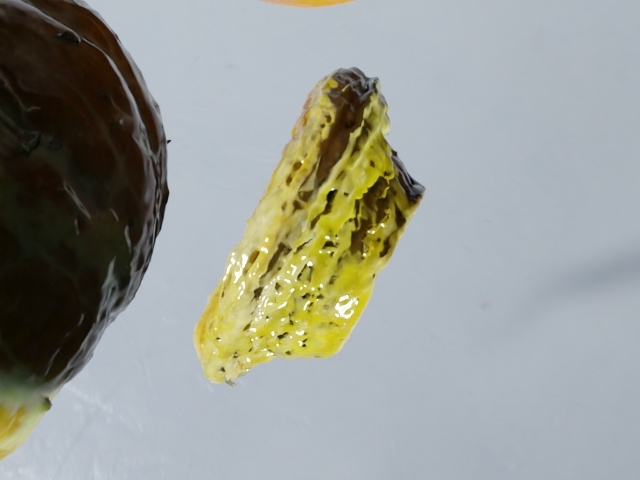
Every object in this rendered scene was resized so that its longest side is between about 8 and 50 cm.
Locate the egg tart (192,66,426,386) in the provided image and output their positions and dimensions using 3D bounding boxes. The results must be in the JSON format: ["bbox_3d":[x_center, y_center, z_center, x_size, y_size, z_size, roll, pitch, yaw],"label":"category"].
[{"bbox_3d":[0.000,0.000,1.159,0.123,0.294,0.294,24,88,1],"label":"egg tart"}]

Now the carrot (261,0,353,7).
[{"bbox_3d":[0.001,-0.238,0.833,0.214,0.331,0.193,5,80,-36],"label":"carrot"}]

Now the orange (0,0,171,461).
[{"bbox_3d":[-0.233,-0.008,0.749,0.249,0.329,0.329,43,85,-26],"label":"orange"}]
